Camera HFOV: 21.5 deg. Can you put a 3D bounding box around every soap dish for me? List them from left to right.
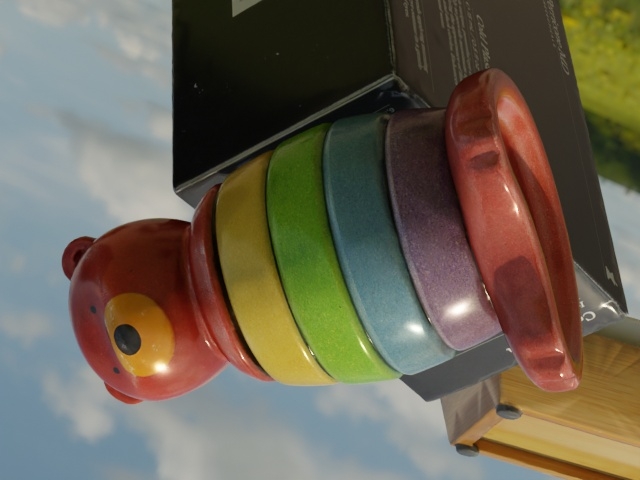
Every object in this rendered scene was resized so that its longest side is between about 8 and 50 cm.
[{"bbox_3d":[0.265,0.156,1.574,0.290,0.118,0.229,17,159,-5],"label":"soap dish"}]

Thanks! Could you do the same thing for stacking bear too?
[{"bbox_3d":[-0.011,0.017,0.971,0.289,0.175,0.164,-15,-164,15],"label":"stacking bear"}]

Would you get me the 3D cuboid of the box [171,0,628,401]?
[{"bbox_3d":[0.052,-0.114,1.234,0.312,0.179,0.343,41,-147,-40],"label":"box"}]
